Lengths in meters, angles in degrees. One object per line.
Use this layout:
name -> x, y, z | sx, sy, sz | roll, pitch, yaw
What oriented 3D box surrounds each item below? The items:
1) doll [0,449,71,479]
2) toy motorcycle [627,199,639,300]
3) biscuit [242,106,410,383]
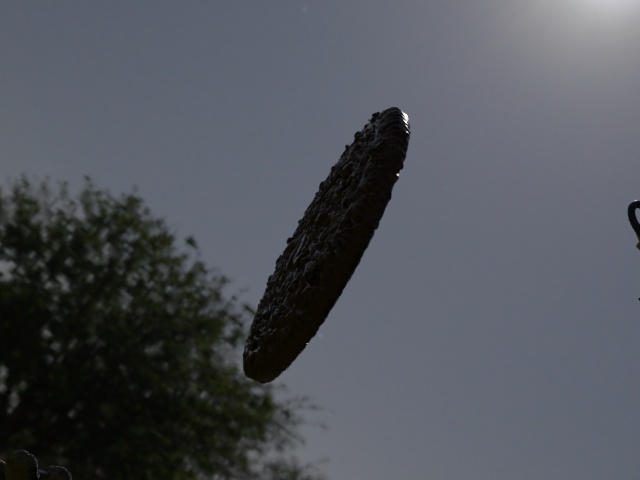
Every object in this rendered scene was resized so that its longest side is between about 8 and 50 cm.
doll -> -0.166, 0.151, 0.631 | 0.061, 0.051, 0.093 | 31, -23, -4
toy motorcycle -> 0.426, 0.037, 1.208 | 0.221, 0.150, 0.102 | 16, -42, -26
biscuit -> 0.000, 0.000, 1.096 | 0.038, 0.305, 0.305 | 29, -20, -9
